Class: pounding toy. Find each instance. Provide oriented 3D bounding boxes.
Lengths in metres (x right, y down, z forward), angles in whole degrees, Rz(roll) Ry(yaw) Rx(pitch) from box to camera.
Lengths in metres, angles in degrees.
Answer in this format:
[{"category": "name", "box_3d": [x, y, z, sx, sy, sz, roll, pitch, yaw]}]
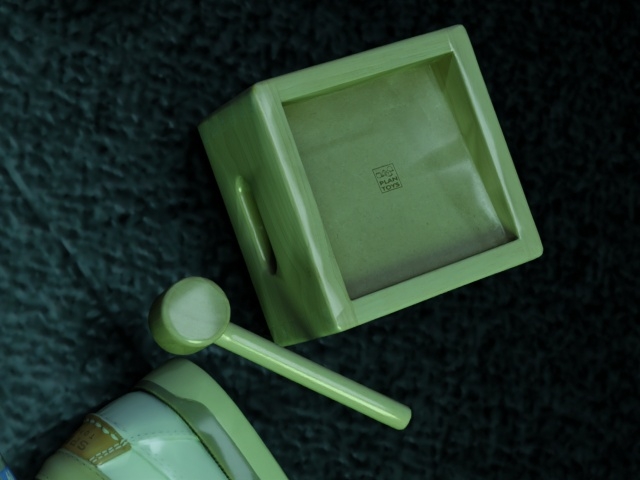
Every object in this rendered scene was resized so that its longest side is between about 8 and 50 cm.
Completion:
[{"category": "pounding toy", "box_3d": [-0.002, 0.011, 0.796, 0.206, 0.094, 0.181, -19, 89, -25]}]

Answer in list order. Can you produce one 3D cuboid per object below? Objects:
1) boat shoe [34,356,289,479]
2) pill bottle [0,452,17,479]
[{"category": "boat shoe", "box_3d": [-0.024, 0.207, 0.752, 0.103, 0.113, 0.302, -35, 86, -24]}, {"category": "pill bottle", "box_3d": [-0.197, 0.083, 0.705, 0.078, 0.078, 0.137, -32, 96, -25]}]
